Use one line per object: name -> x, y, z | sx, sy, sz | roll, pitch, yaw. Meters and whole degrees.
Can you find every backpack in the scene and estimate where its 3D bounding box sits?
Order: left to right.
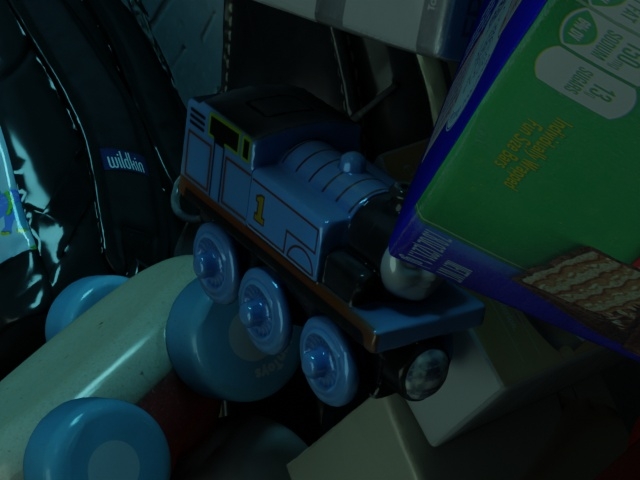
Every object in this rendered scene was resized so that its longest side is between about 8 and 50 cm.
backpack -> -0.218, -0.067, 1.193 | 0.273, 0.290, 0.356 | -25, 75, 36

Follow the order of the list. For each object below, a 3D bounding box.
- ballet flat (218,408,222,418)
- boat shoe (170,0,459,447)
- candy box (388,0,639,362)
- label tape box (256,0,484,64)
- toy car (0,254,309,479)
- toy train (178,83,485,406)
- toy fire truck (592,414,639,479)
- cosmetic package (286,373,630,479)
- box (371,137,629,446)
ballet flat -> -0.134, 0.168, 1.365 | 0.123, 0.123, 0.348 | 60, 149, 16
boat shoe -> -0.010, -0.019, 0.999 | 0.187, 0.156, 0.500 | 28, 129, 53
candy box -> 0.204, -0.015, 0.443 | 0.317, 0.122, 0.268 | 23, 162, -1
label tape box -> 0.003, -0.239, 0.783 | 0.333, 0.106, 0.241 | 26, 109, 43
toy car -> -0.082, 0.152, 0.916 | 0.238, 0.210, 0.219 | 55, 152, -17
toy train -> 0.000, 0.000, 0.720 | 0.184, 0.080, 0.105 | 38, 132, 45
toy fire truck -> 0.196, 0.206, 0.665 | 0.169, 0.254, 0.302 | -2, 118, 60
cosmetic package -> 0.121, 0.224, 0.812 | 0.113, 0.160, 0.309 | -44, 62, 47
box -> 0.110, 0.007, 0.790 | 0.130, 0.170, 0.091 | 61, 151, 15
